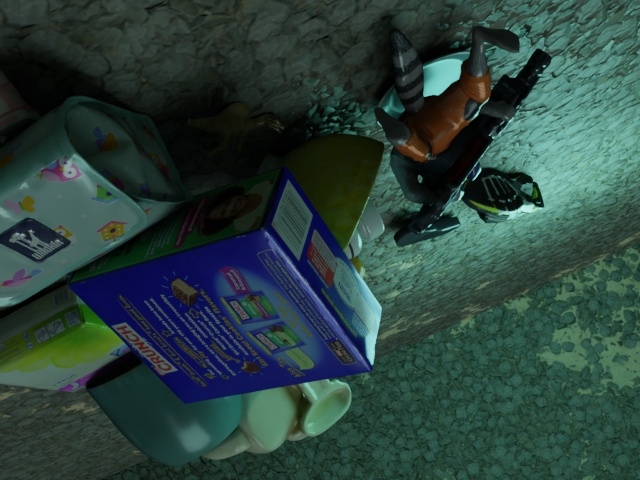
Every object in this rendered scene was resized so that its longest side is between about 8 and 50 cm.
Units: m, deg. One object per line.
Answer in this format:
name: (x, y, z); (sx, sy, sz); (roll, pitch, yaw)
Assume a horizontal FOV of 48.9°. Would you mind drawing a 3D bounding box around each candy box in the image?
candy box: (-0.120, 0.075, 0.926); (0.317, 0.122, 0.268); (-16, 127, 27)

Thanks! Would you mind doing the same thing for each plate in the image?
plate: (0.166, -0.232, 1.078); (0.188, 0.024, 0.188); (-20, 159, -8)

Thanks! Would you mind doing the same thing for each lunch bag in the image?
lunch bag: (-0.292, -0.042, 0.766); (0.223, 0.160, 0.262); (-29, -179, 10)

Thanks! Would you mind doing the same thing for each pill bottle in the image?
pill bottle: (0.000, 0.000, 1.308); (0.221, 0.121, 0.121); (-31, 161, -11)

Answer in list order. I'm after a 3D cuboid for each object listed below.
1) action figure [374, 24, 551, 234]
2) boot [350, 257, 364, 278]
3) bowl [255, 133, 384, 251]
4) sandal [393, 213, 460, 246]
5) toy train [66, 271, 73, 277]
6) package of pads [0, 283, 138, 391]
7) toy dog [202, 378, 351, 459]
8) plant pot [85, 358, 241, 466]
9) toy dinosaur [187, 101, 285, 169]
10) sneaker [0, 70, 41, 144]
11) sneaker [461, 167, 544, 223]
action figure: (0.187, -0.197, 1.016); (0.341, 0.178, 0.330); (-52, 168, -9)
boot: (-0.019, 0.055, 1.474); (0.295, 0.104, 0.211); (-12, 157, -19)
bowl: (-0.034, -0.050, 1.072); (0.156, 0.290, 0.289); (25, 147, -5)
sandal: (0.240, -0.032, 1.637); (0.097, 0.055, 0.254); (-28, 170, 31)
toy train: (-0.429, 0.035, 0.992); (0.247, 0.105, 0.143); (-16, 172, -21)
package of pads: (-0.466, 0.187, 1.311); (0.229, 0.101, 0.296); (-27, 159, 5)
toy dog: (-0.183, 0.388, 1.790); (0.407, 0.285, 0.395); (0, -134, 55)
plant pot: (-0.302, 0.325, 1.486); (0.293, 0.235, 0.293); (-30, -173, 4)
toy dinosaur: (-0.132, -0.147, 0.944); (0.183, 0.053, 0.093); (-11, 142, -50)
sneaker: (-0.331, -0.142, 0.727); (0.051, 0.070, 0.134); (-36, -168, -12)
sneaker: (0.395, -0.084, 1.591); (0.299, 0.111, 0.121); (3, 151, -48)
